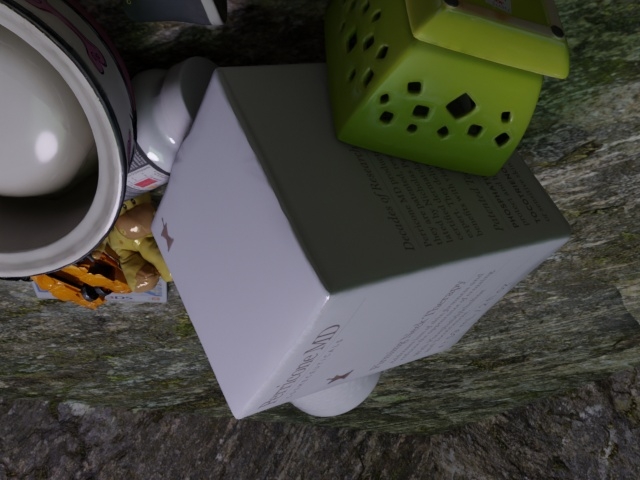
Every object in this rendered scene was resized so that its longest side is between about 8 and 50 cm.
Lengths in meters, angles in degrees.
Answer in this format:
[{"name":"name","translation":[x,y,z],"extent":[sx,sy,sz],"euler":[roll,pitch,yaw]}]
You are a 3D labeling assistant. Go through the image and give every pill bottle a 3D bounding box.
[{"name":"pill bottle","translation":[-0.258,-0.153,1.170],"extent":[0.278,0.162,0.162],"euler":[-17,151,31]}]

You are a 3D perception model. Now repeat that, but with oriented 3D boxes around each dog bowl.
[{"name":"dog bowl","translation":[-0.414,-0.157,1.002],"extent":[0.408,0.150,0.408],"euler":[6,127,7]}]

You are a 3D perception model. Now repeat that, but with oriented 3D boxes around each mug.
[{"name":"mug","translation":[-0.079,0.212,1.864],"extent":[0.374,0.276,0.328],"euler":[8,155,31]}]

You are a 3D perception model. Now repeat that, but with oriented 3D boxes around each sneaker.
[{"name":"sneaker","translation":[-0.188,-0.316,0.920],"extent":[0.118,0.083,0.222],"euler":[-4,156,7]}]

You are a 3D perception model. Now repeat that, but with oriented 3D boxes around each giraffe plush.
[{"name":"giraffe plush","translation":[-0.329,-0.035,1.460],"extent":[0.210,0.181,0.170],"euler":[28,149,18]}]

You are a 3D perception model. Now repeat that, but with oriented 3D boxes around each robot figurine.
[{"name":"robot figurine","translation":[-0.502,0.045,1.582],"extent":[0.211,0.085,0.291],"euler":[-21,144,26]}]

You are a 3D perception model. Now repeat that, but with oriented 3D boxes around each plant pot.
[{"name":"plant pot","translation":[0.149,-0.238,0.953],"extent":[0.228,0.227,0.207],"euler":[9,145,-21]}]

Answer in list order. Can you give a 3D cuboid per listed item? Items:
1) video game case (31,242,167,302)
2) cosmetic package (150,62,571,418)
[{"name":"video game case","translation":[-0.484,0.060,1.755],"extent":[0.300,0.036,0.329],"euler":[3,154,-9]},{"name":"cosmetic package","translation":[0.037,-0.016,1.095],"extent":[0.394,0.327,0.329],"euler":[-12,152,-34]}]
